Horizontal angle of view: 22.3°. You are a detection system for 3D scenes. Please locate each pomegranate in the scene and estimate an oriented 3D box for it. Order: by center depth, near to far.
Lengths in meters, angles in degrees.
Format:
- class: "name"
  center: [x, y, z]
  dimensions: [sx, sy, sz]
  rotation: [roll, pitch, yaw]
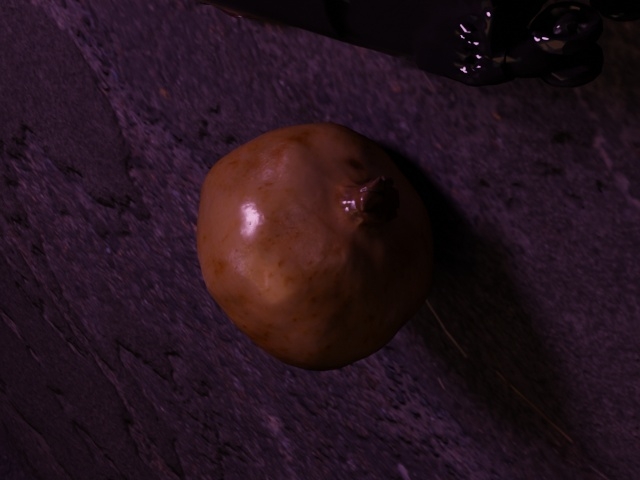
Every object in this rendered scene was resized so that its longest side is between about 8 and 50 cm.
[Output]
- class: "pomegranate"
  center: [0.000, 0.000, 1.176]
  dimensions: [0.196, 0.196, 0.196]
  rotation: [37, 150, 25]

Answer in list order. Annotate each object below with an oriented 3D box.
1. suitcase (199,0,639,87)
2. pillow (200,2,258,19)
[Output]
- class: "suitcase"
  center: [-0.034, -0.259, 0.826]
  dimensions: [0.434, 0.194, 0.283]
  rotation: [18, 140, 29]
- class: "pillow"
  center: [-0.095, -0.257, 1.124]
  dimensions: [0.135, 0.049, 0.248]
  rotation: [4, 132, 57]
